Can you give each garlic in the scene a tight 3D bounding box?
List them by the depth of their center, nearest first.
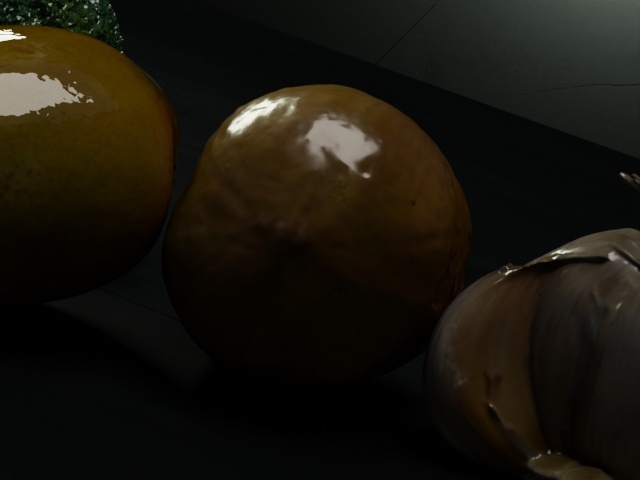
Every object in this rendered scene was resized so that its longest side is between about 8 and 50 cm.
[{"bbox_3d":[0.181,0.082,1.087,0.207,0.207,0.257,17,-26,0],"label":"garlic"}]

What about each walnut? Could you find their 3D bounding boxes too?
[{"bbox_3d":[0.009,-0.001,1.183,0.203,0.203,0.298,20,10,16],"label":"walnut"}]

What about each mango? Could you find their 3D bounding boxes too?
[{"bbox_3d":[-0.233,-0.047,1.103,0.317,0.173,0.211,-2,19,-28],"label":"mango"}]

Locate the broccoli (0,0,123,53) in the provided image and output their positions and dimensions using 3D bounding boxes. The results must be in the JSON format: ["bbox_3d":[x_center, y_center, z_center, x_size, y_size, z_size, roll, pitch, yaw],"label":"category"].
[{"bbox_3d":[-0.267,-0.146,1.473,0.241,0.261,0.269,-2,39,35],"label":"broccoli"}]
